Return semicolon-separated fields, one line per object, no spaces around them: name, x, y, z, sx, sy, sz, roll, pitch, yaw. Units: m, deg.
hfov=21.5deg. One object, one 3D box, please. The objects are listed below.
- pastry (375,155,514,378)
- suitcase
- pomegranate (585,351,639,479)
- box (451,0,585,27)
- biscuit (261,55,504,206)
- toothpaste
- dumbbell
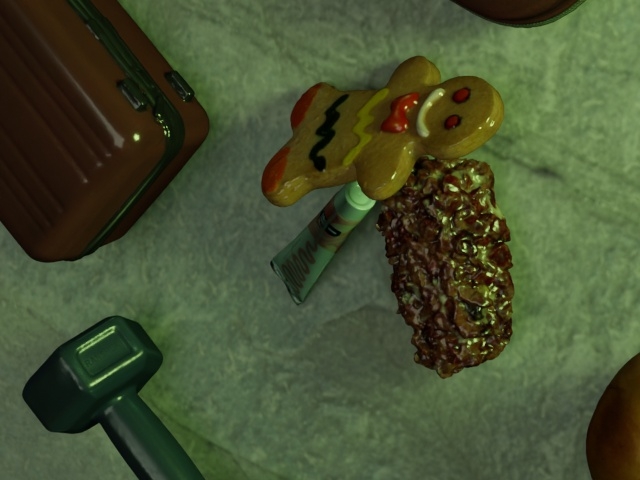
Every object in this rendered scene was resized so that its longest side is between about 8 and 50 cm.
pastry;0.124;0.021;1.596;0.115;0.097;0.208;-9;96;51
suitcase;-0.281;-0.146;1.768;0.297;0.161;0.236;51;121;11
pomegranate;0.326;0.173;1.460;0.191;0.191;0.191;8;105;30
box;0.111;-0.371;1.505;0.404;0.108;0.263;40;118;18
biscuit;0.058;-0.109;1.581;0.250;0.165;0.036;-5;141;38
toothpaste;0.000;0.000;1.672;0.056;0.036;0.205;57;147;12
dumbbell;-0.171;0.236;1.801;0.316;0.143;0.156;51;121;13
